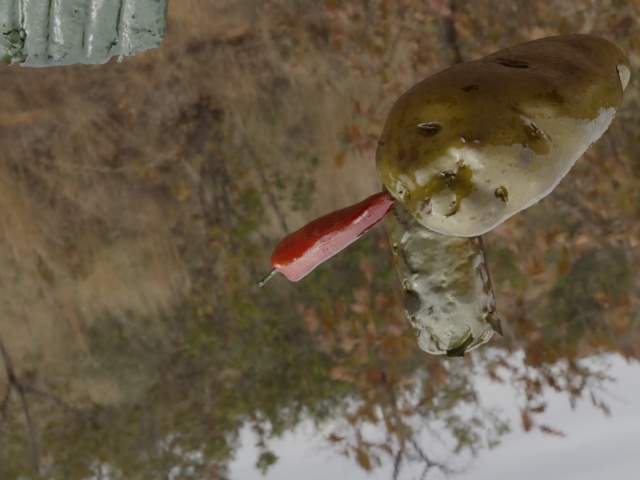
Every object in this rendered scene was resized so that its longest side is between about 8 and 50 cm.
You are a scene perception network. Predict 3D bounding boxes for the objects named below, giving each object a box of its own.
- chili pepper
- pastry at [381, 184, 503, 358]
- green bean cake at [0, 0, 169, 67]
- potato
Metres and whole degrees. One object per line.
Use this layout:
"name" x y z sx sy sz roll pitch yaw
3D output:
"chili pepper" 0.000 0.000 1.610 0.272 0.063 0.071 -32 -151 35
"pastry" 0.178 0.018 1.720 0.136 0.330 0.329 -13 174 7
"green bean cake" -0.285 -0.286 1.223 0.227 0.222 0.125 -6 133 -17
"potato" 0.211 -0.137 1.255 0.369 0.176 0.195 -35 178 -39
